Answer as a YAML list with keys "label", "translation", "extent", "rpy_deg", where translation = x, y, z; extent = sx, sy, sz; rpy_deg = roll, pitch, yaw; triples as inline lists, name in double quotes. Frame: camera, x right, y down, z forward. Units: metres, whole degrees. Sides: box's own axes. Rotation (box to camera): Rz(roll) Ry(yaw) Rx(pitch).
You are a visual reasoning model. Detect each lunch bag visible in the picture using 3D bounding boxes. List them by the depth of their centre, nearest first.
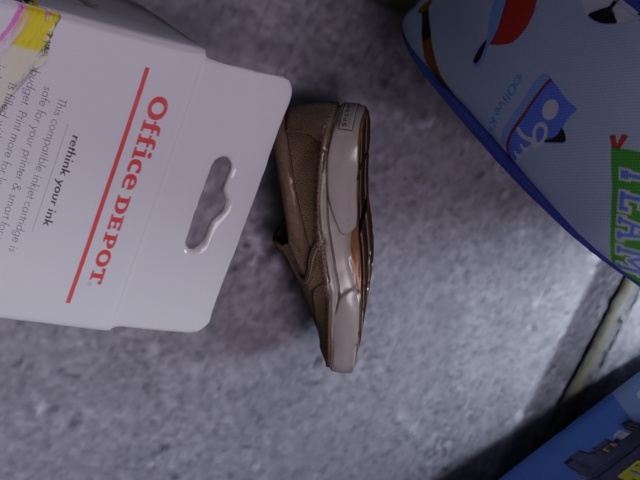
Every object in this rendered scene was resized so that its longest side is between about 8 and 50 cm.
- label: "lunch bag"
  translation: [0.192, -0.026, 0.601]
  extent: [0.303, 0.243, 0.115]
  rpy_deg: [22, 111, -39]

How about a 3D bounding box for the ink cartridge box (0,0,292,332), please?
- label: "ink cartridge box"
  translation: [-0.120, -0.037, 0.510]
  extent: [0.198, 0.067, 0.115]
  rpy_deg: [11, 108, -35]

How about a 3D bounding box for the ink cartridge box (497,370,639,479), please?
- label: "ink cartridge box"
  translation: [0.154, 0.241, 0.672]
  extent: [0.395, 0.270, 0.151]
  rpy_deg: [-34, 127, -24]

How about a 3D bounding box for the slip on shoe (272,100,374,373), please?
- label: "slip on shoe"
  translation: [0.000, 0.000, 0.628]
  extent: [0.041, 0.051, 0.135]
  rpy_deg: [4, 129, 8]
